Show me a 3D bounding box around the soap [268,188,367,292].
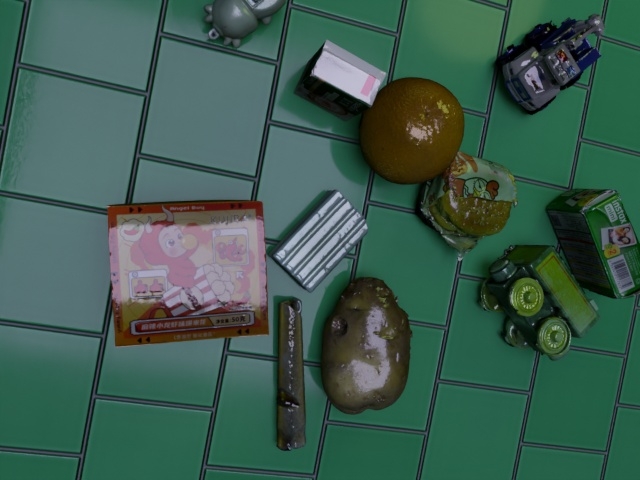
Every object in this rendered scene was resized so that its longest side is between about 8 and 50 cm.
[{"bbox_3d":[0.000,0.000,1.340,0.198,0.066,0.119,-46,104,-7],"label":"soap"}]

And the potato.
[{"bbox_3d":[0.099,0.226,1.343,0.191,0.141,0.297,5,93,3],"label":"potato"}]

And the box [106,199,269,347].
[{"bbox_3d":[-0.254,0.052,1.210,0.283,0.214,0.260,-3,92,-13],"label":"box"}]

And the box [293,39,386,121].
[{"bbox_3d":[0.034,-0.316,1.261,0.135,0.199,0.081,26,89,-11],"label":"box"}]

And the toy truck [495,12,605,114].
[{"bbox_3d":[0.517,-0.394,1.385,0.213,0.177,0.161,-40,102,-9],"label":"toy truck"}]

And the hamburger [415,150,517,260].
[{"bbox_3d":[0.327,-0.076,1.381,0.214,0.125,0.235,20,78,-12],"label":"hamburger"}]

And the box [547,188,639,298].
[{"bbox_3d":[0.639,0.003,1.440,0.102,0.180,0.250,-27,100,-7],"label":"box"}]

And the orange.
[{"bbox_3d":[0.184,-0.223,1.285,0.236,0.236,0.237,-1,94,-14],"label":"orange"}]

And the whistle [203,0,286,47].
[{"bbox_3d":[-0.131,-0.492,1.257,0.253,0.106,0.102,-42,140,3],"label":"whistle"}]

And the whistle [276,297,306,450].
[{"bbox_3d":[-0.064,0.288,1.349,0.068,0.057,0.327,-6,97,-58],"label":"whistle"}]

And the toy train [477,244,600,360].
[{"bbox_3d":[0.494,0.138,1.426,0.188,0.159,0.272,-40,101,-15],"label":"toy train"}]
